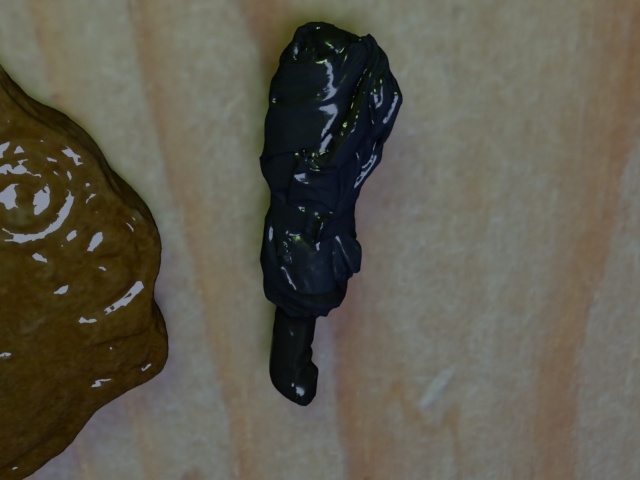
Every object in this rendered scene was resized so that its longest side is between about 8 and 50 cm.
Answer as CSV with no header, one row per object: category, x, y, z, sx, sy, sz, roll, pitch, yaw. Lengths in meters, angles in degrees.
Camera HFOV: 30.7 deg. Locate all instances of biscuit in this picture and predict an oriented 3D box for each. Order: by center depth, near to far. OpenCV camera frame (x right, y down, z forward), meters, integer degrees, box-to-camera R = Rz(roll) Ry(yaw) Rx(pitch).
biscuit,-0.213,0.035,0.624,0.257,0.049,0.273,-30,129,2

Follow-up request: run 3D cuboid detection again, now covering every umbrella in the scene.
umbrella,-0.008,-0.001,0.658,0.071,0.071,0.248,-1,125,-19
